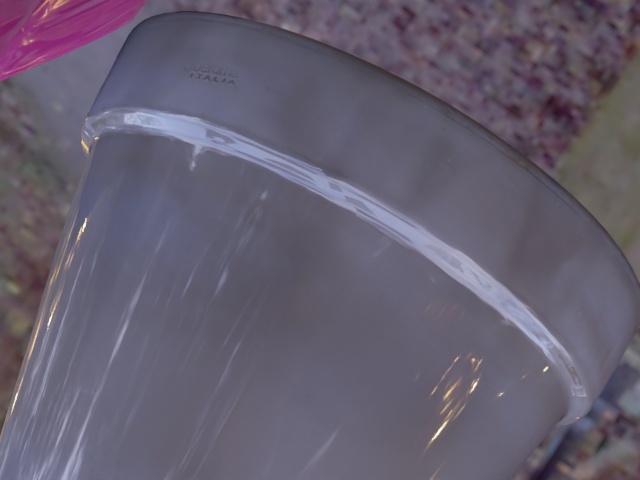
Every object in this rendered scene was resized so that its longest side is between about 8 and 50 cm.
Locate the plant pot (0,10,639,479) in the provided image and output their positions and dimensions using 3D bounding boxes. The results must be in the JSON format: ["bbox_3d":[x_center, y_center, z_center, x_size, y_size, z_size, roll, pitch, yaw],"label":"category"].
[{"bbox_3d":[-0.032,0.084,0.975,0.323,0.280,0.323,27,163,9],"label":"plant pot"}]

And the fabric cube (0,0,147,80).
[{"bbox_3d":[-0.233,-0.235,1.101,0.254,0.259,0.258,62,153,-1],"label":"fabric cube"}]
